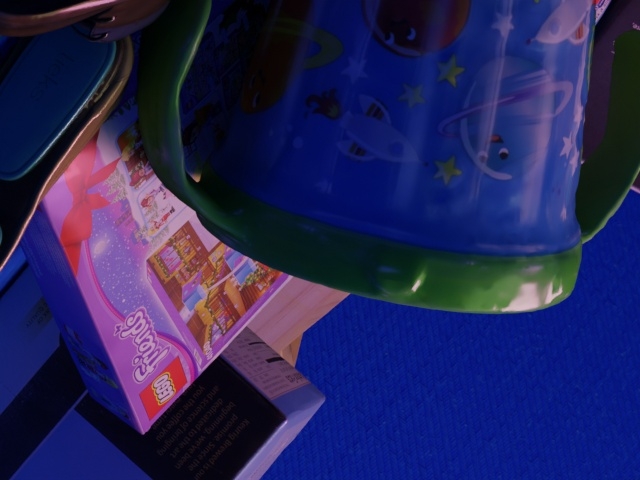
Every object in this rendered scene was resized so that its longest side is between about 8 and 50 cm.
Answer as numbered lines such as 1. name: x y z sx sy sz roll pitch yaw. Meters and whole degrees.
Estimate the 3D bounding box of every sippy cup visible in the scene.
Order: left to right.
1. sippy cup: 0.060 -0.100 1.034 0.305 0.240 0.224 -20 125 -64

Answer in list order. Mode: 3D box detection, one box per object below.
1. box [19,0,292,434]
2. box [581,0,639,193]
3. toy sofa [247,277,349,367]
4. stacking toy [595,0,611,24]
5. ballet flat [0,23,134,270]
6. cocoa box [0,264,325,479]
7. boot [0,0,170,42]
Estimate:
1. box: -0.095 -0.027 1.142 0.201 0.057 0.293 -46 152 -22
2. box: 0.394 -0.280 1.780 0.395 0.212 0.293 -55 -163 35
3. toy sofa: 0.000 0.000 1.954 0.362 0.177 0.150 -42 -157 39
4. stacking toy: 0.175 -0.299 1.562 0.175 0.166 0.302 -57 160 -8
5. ballet flat: -0.178 -0.025 0.942 0.232 0.080 0.073 -48 174 -5
6. cocoa box: -0.198 0.186 1.405 0.347 0.228 0.231 -49 174 4
7. boot: -0.106 -0.121 0.845 0.219 0.082 0.106 -44 170 -50
